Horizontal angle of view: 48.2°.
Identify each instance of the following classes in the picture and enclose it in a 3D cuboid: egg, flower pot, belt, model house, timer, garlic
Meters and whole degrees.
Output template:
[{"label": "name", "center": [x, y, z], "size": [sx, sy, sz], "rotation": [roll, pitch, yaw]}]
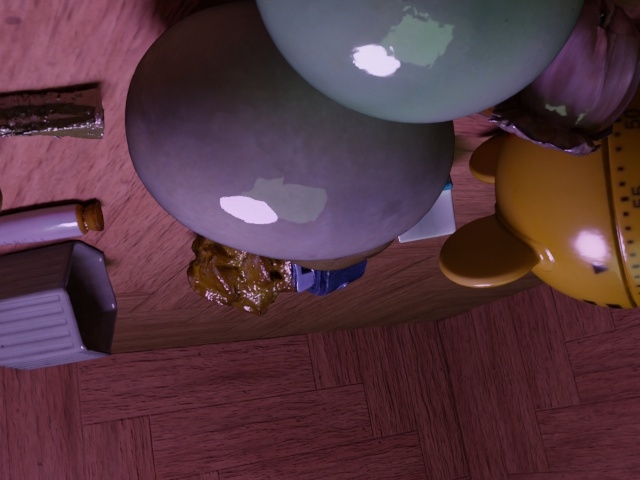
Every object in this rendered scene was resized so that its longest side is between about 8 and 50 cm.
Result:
[{"label": "egg", "center": [0.075, -0.196, 0.518], "size": [0.220, 0.220, 0.270], "rotation": [-22, 170, 38]}, {"label": "flower pot", "center": [-0.516, 0.127, 1.364], "size": [0.190, 0.239, 0.209], "rotation": [-10, 136, 6]}, {"label": "belt", "center": [0.001, 0.000, 1.243], "size": [0.128, 0.122, 0.218], "rotation": [-23, 130, -29]}, {"label": "model house", "center": [0.159, -0.091, 1.177], "size": [0.100, 0.149, 0.127], "rotation": [-9, -151, 0]}, {"label": "timer", "center": [0.372, -0.070, 0.988], "size": [0.387, 0.376, 0.376], "rotation": [-9, 168, 29]}, {"label": "egg", "center": [-0.021, -0.106, 0.723], "size": [0.352, 0.258, 0.258], "rotation": [9, 157, -39]}, {"label": "garlic", "center": [0.237, -0.185, 0.736], "size": [0.207, 0.207, 0.256], "rotation": [-13, 158, 12]}]

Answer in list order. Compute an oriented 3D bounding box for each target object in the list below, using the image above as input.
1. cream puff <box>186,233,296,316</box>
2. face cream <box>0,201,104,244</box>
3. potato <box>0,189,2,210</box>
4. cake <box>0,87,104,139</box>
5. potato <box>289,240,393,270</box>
[{"label": "cream puff", "center": [-0.138, 0.040, 1.397], "size": [0.244, 0.196, 0.244], "rotation": [18, 173, 2]}, {"label": "face cream", "center": [-0.442, -0.025, 1.146], "size": [0.182, 0.051, 0.072], "rotation": [-8, 164, -3]}, {"label": "potato", "center": [-0.462, -0.066, 0.812], "size": [0.169, 0.143, 0.248], "rotation": [27, 173, 7]}, {"label": "cake", "center": [-0.312, -0.138, 0.807], "size": [0.140, 0.051, 0.055], "rotation": [-6, 167, -9]}, {"label": "potato", "center": [-0.040, -0.075, 0.973], "size": [0.351, 0.202, 0.218], "rotation": [13, 167, -27]}]
